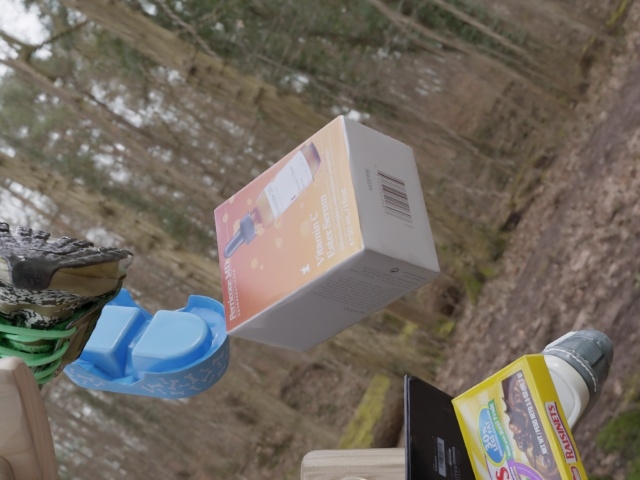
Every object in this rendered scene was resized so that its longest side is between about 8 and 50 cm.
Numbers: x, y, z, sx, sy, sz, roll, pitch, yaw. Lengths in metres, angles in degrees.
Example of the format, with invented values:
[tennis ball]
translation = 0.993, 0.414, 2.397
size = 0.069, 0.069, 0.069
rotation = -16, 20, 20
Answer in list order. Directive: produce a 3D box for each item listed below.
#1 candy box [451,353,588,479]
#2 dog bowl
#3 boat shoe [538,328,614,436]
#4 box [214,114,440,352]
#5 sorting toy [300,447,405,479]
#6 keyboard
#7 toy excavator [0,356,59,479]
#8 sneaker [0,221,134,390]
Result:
[candy box]
translation = 0.172, 0.206, 0.792
size = 0.027, 0.205, 0.105
rotation = 1, -29, -31
[dog bowl]
translation = -0.269, 0.158, 1.482
size = 0.166, 0.297, 0.074
rotation = -64, -30, -47
[boat shoe]
translation = 0.307, 0.212, 1.305
size = 0.099, 0.116, 0.319
rotation = -41, -20, -22
[box]
translation = 0.000, 0.000, 0.837
size = 0.091, 0.130, 0.170
rotation = 19, -40, -40
[sorting toy]
translation = 0.122, 0.321, 1.015
size = 0.041, 0.307, 0.229
rotation = 60, -151, -59
[keyboard]
translation = 0.115, 0.204, 0.874
size = 0.023, 0.108, 0.180
rotation = -50, 18, 31
[toy excavator]
translation = -0.214, 0.130, 0.417
size = 0.433, 0.222, 0.445
rotation = -107, 9, -48
[sneaker]
translation = -0.287, 0.095, 0.999
size = 0.410, 0.158, 0.182
rotation = 141, 138, -71
